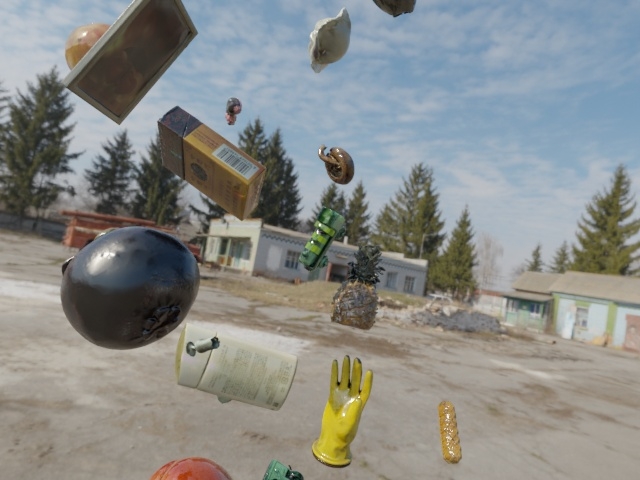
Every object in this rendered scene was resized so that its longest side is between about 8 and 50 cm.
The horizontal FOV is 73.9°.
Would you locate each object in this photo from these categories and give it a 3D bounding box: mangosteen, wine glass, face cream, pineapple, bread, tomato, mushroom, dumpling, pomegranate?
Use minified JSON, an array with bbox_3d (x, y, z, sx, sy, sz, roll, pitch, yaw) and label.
[{"bbox_3d":[-0.582,0.114,1.286,0.435,0.382,0.382,39,12,29],"label":"mangosteen"},{"bbox_3d":[-0.289,0.262,1.053,0.083,0.042,0.039,-17,9,17],"label":"wine glass"},{"bbox_3d":[-0.249,0.368,1.223,0.348,0.174,0.081,21,-4,-17],"label":"face cream"},{"bbox_3d":[0.121,0.142,1.355,0.157,0.279,0.158,12,-10,2],"label":"pineapple"},{"bbox_3d":[0.328,0.487,1.085,0.044,0.157,0.052,16,-45,-10],"label":"bread"},{"bbox_3d":[-0.403,0.845,1.322,0.321,0.322,0.321,10,-4,1],"label":"tomato"},{"bbox_3d":[0.058,-0.280,1.527,0.171,0.080,0.135,49,-36,3],"label":"mushroom"},{"bbox_3d":[0.014,-0.546,1.169,0.127,0.108,0.188,-33,-16,-41],"label":"dumpling"},{"bbox_3d":[-0.599,-0.502,1.182,0.191,0.192,0.191,10,-4,1],"label":"pomegranate"}]

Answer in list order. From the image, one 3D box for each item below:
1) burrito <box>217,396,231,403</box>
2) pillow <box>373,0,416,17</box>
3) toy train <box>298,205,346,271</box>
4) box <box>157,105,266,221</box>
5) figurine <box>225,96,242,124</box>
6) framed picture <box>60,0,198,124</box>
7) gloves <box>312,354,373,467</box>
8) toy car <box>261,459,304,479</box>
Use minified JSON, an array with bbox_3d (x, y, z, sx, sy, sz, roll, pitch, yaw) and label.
[{"bbox_3d":[-0.420,0.598,1.817,0.089,0.144,0.229,25,-27,35],"label":"burrito"},{"bbox_3d":[0.065,-0.589,0.776,0.101,0.327,0.228,-28,-28,13],"label":"pillow"},{"bbox_3d":[0.001,0.000,1.301,0.083,0.200,0.132,28,-3,24],"label":"toy train"},{"bbox_3d":[-0.415,-0.283,1.602,0.415,0.116,0.264,36,-30,4],"label":"box"},{"bbox_3d":[-0.326,-0.472,1.570,0.054,0.072,0.129,-1,-19,-26],"label":"figurine"},{"bbox_3d":[-0.384,-0.391,0.896,0.020,0.290,0.211,39,-3,2],"label":"framed picture"},{"bbox_3d":[0.062,0.459,1.181,0.132,0.295,0.116,16,7,26],"label":"gloves"},{"bbox_3d":[-0.031,0.742,1.145,0.320,0.097,0.141,37,23,0],"label":"toy car"}]
